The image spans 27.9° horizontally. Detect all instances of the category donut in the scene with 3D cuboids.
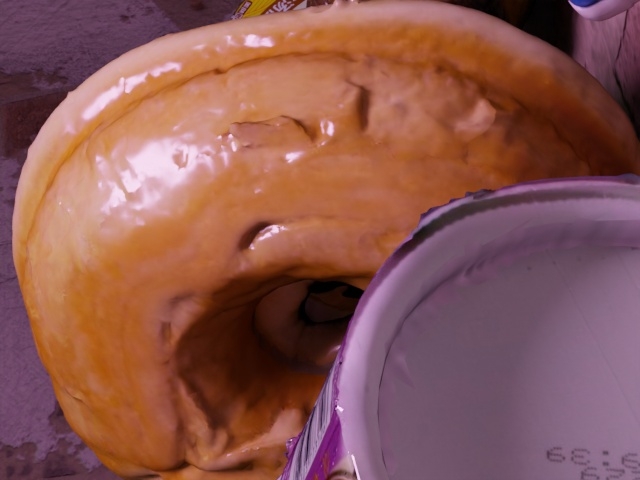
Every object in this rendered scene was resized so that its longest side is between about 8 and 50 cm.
[{"bbox_3d":[0.013,0.033,0.869,0.198,0.449,0.449,-83,-12,-55],"label":"donut"}]

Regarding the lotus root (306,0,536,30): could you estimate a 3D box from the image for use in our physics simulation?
[{"bbox_3d":[0.089,-0.198,1.072,0.179,0.196,0.397,43,171,4],"label":"lotus root"}]

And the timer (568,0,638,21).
[{"bbox_3d":[0.119,-0.261,0.714,0.178,0.078,0.253,32,-141,-45],"label":"timer"}]

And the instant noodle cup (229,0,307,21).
[{"bbox_3d":[0.043,-0.139,1.460,0.221,0.311,0.311,68,-172,-53],"label":"instant noodle cup"}]

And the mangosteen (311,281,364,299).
[{"bbox_3d":[-0.005,-0.010,1.076,0.216,0.216,0.216,170,90,-88],"label":"mangosteen"}]

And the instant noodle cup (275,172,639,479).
[{"bbox_3d":[0.122,0.145,0.584,0.266,0.340,0.340,101,162,-49],"label":"instant noodle cup"}]
